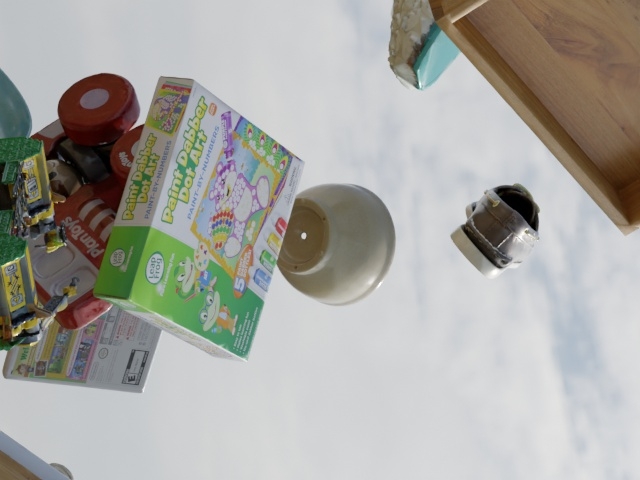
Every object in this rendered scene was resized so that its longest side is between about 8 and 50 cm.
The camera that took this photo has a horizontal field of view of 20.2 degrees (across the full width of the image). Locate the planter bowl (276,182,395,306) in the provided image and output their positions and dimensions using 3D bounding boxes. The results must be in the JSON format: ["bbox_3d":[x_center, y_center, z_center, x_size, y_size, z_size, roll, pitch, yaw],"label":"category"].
[{"bbox_3d":[0.000,0.000,2.302,0.162,0.109,0.162,-5,-99,32],"label":"planter bowl"}]

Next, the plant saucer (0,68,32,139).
[{"bbox_3d":[-0.461,-0.184,1.951,0.043,0.317,0.317,-53,-144,20],"label":"plant saucer"}]

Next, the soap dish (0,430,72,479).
[{"bbox_3d":[-0.322,0.269,1.463,0.229,0.291,0.118,43,36,-32],"label":"soap dish"}]

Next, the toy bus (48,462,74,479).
[{"bbox_3d":[-0.302,0.349,1.756,0.104,0.191,0.202,-116,-173,-60],"label":"toy bus"}]

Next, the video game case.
[{"bbox_3d":[-0.296,0.097,2.336,0.023,0.193,0.212,-121,-135,-56],"label":"video game case"}]

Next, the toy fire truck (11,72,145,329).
[{"bbox_3d":[-0.282,-0.044,2.163,0.302,0.254,0.169,40,-24,39],"label":"toy fire truck"}]

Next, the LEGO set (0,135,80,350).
[{"bbox_3d":[-0.331,0.057,1.545,0.331,0.255,0.192,-118,-160,-63],"label":"LEGO set"}]

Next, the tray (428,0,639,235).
[{"bbox_3d":[0.308,-0.185,1.919,0.411,0.203,0.076,43,25,-38],"label":"tray"}]

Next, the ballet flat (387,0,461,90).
[{"bbox_3d":[0.171,-0.336,2.250,0.147,0.409,0.147,26,-37,22],"label":"ballet flat"}]

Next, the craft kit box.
[{"bbox_3d":[-0.127,-0.019,1.970,0.061,0.246,0.250,7,-105,35],"label":"craft kit box"}]

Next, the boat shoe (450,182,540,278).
[{"bbox_3d":[0.266,-0.027,2.566,0.116,0.097,0.324,46,16,4],"label":"boat shoe"}]
